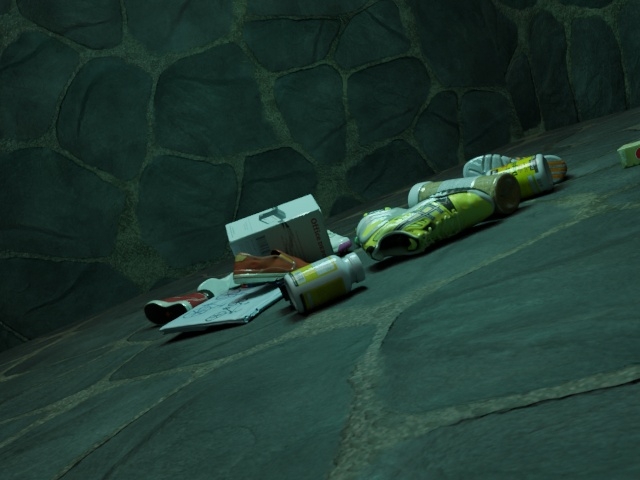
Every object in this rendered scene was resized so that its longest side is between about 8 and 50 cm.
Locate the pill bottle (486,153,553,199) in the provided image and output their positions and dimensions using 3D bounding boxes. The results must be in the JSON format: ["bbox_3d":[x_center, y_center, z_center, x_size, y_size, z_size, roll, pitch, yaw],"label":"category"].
[{"bbox_3d":[0.588,-0.178,1.842,0.215,0.117,0.117,-18,7,30],"label":"pill bottle"}]

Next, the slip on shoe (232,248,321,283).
[{"bbox_3d":[-0.119,0.076,1.875,0.331,0.101,0.123,-2,-7,-32],"label":"slip on shoe"}]

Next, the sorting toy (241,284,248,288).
[{"bbox_3d":[-0.221,0.159,2.072,0.102,0.042,0.061,-8,24,11],"label":"sorting toy"}]

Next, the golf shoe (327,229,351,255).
[{"bbox_3d":[0.000,0.000,2.212,0.115,0.140,0.306,-23,8,-31],"label":"golf shoe"}]

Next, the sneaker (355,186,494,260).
[{"bbox_3d":[0.294,-0.029,1.654,0.384,0.145,0.147,-18,37,8],"label":"sneaker"}]

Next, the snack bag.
[{"bbox_3d":[-0.257,0.199,1.808,0.342,0.037,0.323,-12,10,32],"label":"snack bag"}]

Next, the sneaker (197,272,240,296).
[{"bbox_3d":[-0.392,0.184,2.310,0.212,0.080,0.094,-18,-10,-47],"label":"sneaker"}]

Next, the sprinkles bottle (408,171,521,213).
[{"bbox_3d":[0.425,-0.131,1.818,0.121,0.121,0.355,-25,13,-32],"label":"sprinkles bottle"}]

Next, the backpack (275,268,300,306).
[{"bbox_3d":[-0.049,0.119,1.579,0.114,0.084,0.105,-27,7,-7],"label":"backpack"}]

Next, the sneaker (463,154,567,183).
[{"bbox_3d":[0.640,-0.220,1.994,0.321,0.125,0.180,3,7,18],"label":"sneaker"}]

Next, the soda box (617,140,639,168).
[{"bbox_3d":[0.923,-0.254,1.653,0.181,0.058,0.061,-14,9,45],"label":"soda box"}]

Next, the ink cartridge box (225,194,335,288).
[{"bbox_3d":[-0.129,0.012,1.994,0.307,0.223,0.129,-20,32,-4],"label":"ink cartridge box"}]

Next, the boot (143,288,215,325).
[{"bbox_3d":[-0.503,0.231,2.170,0.244,0.088,0.176,-8,12,33],"label":"boot"}]

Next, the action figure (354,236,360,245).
[{"bbox_3d":[0.200,-0.036,2.227,0.137,0.063,0.232,-11,15,44],"label":"action figure"}]

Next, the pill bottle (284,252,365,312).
[{"bbox_3d":[0.012,0.098,1.469,0.184,0.103,0.103,-22,6,-11],"label":"pill bottle"}]
